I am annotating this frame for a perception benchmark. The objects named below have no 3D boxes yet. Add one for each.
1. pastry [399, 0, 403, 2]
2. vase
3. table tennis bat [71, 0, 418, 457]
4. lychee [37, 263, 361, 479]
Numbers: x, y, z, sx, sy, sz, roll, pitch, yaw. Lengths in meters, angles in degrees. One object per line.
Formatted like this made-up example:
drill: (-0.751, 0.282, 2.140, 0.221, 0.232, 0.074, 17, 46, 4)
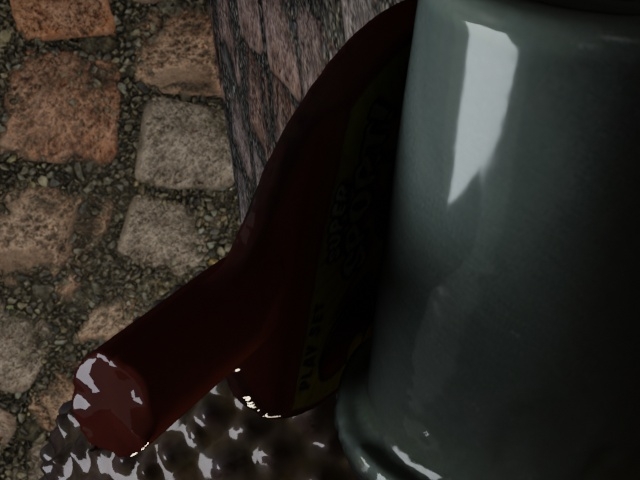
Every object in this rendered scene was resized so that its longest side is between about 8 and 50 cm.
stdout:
pastry: (0.103, -0.210, 0.917, 0.112, 0.103, 0.265, -55, -50, -56)
vase: (0.133, -0.013, 0.716, 0.245, 0.245, 0.291, -118, 28, -59)
table tennis bat: (0.000, 0.000, 0.759, 0.415, 0.051, 0.268, -37, -35, -53)
lychee: (-0.018, 0.181, 1.066, 0.380, 0.432, 0.380, 163, 90, -89)
